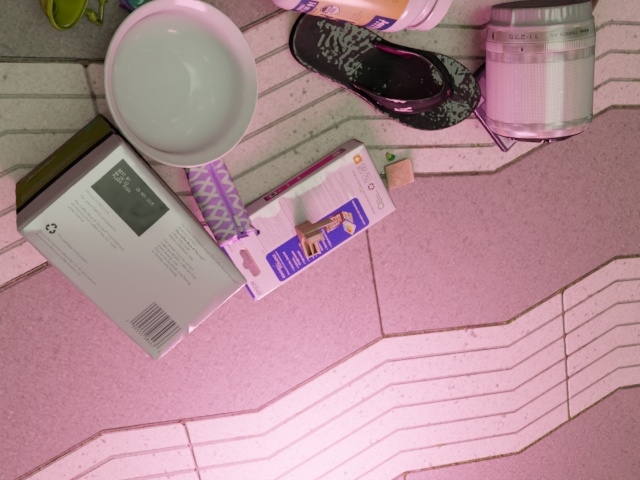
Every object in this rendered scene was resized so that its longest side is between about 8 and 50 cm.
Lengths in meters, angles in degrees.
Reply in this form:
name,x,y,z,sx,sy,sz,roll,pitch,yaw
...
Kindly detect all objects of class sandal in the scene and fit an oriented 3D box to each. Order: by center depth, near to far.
name,x,y,z,sx,sy,sz,roll,pitch,yaw
sandal,0.146,-0.335,1.628,0.445,0.107,0.167,16,101,-23

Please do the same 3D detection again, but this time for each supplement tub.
name,x,y,z,sx,sy,sz,roll,pitch,yaw
supplement tub,0.077,-0.516,1.476,0.316,0.228,0.228,6,105,-23

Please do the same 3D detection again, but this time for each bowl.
name,x,y,z,sx,sy,sz,roll,pitch,yaw
bowl,-0.272,-0.285,1.453,0.298,0.134,0.298,-6,101,-34

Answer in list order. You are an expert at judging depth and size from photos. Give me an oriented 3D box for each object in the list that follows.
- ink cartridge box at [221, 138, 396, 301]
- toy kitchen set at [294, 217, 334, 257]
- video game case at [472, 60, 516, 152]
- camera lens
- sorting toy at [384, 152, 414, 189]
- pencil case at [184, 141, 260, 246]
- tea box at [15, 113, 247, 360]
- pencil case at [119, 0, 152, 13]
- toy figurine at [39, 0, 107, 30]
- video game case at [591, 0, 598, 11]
name,x,y,z,sx,sy,sz,roll,pitch,yaw
ink cartridge box,-0.032,-0.044,1.686,0.371,0.069,0.176,-34,117,-10
toy kitchen set,0.000,0.000,1.633,0.068,0.083,0.075,-24,115,-12
video game case,0.458,-0.361,1.792,0.274,0.026,0.196,-46,117,-3
camera lens,0.455,-0.352,1.657,0.219,0.219,0.274,-11,111,-18
sorting toy,0.171,-0.159,1.754,0.062,0.012,0.083,-19,117,-9
pencil case,-0.200,-0.085,1.558,0.086,0.088,0.206,-27,92,-13
tea box,-0.347,-0.017,1.425,0.220,0.323,0.329,-41,116,-4
pencil case,-0.299,-0.472,1.436,0.152,0.070,0.064,-57,152,1
toy figurine,-0.453,-0.562,1.336,0.217,0.191,0.362,22,108,4
video game case,0.550,-0.620,1.730,0.210,0.042,0.232,22,98,-27
